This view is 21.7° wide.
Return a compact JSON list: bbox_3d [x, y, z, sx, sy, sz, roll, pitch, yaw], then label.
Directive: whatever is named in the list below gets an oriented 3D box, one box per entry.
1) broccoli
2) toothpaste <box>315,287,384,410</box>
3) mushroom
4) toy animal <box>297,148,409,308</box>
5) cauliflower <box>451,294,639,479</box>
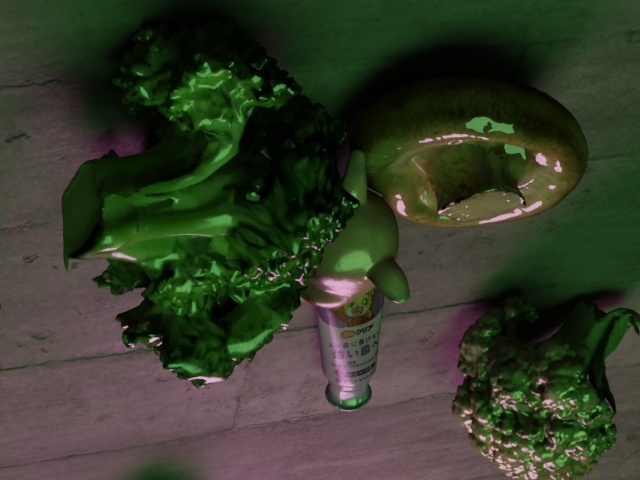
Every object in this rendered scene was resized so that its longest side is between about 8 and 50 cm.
[{"bbox_3d":[-0.121,-0.046,1.745,0.338,0.277,0.317,-36,150,8],"label":"broccoli"},{"bbox_3d":[0.039,0.104,2.202,0.114,0.073,0.299,-13,136,-13],"label":"toothpaste"},{"bbox_3d":[0.168,-0.098,1.934,0.278,0.146,0.278,-2,154,-1],"label":"mushroom"},{"bbox_3d":[0.011,0.005,1.926,0.154,0.166,0.250,-39,-171,-17],"label":"toy animal"},{"bbox_3d":[0.302,0.193,2.351,0.260,0.281,0.327,24,154,-19],"label":"cauliflower"}]
